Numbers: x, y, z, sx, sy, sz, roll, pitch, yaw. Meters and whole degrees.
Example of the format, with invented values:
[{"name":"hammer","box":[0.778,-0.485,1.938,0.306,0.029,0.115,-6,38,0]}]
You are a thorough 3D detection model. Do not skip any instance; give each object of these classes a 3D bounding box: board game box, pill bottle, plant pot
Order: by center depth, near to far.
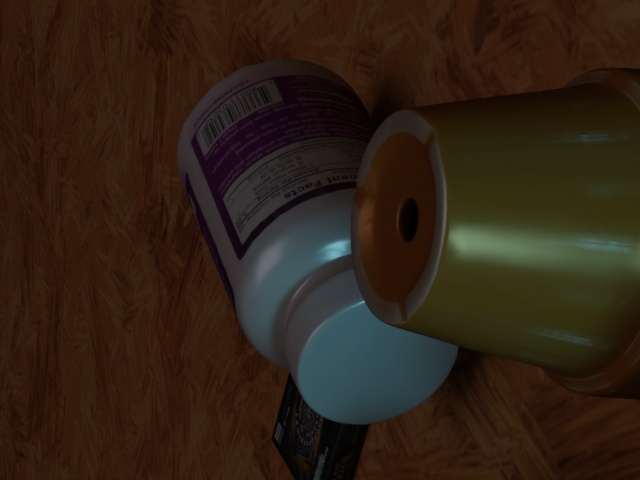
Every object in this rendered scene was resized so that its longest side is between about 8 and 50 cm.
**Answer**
[{"name":"plant pot","box":[0.128,-0.008,1.079,0.205,0.188,0.205,-177,90,-67]},{"name":"pill bottle","box":[0.000,0.000,1.399,0.301,0.169,0.169,-116,37,-49]},{"name":"board game box","box":[0.008,0.128,1.538,0.126,0.026,0.186,-125,45,-55]}]
